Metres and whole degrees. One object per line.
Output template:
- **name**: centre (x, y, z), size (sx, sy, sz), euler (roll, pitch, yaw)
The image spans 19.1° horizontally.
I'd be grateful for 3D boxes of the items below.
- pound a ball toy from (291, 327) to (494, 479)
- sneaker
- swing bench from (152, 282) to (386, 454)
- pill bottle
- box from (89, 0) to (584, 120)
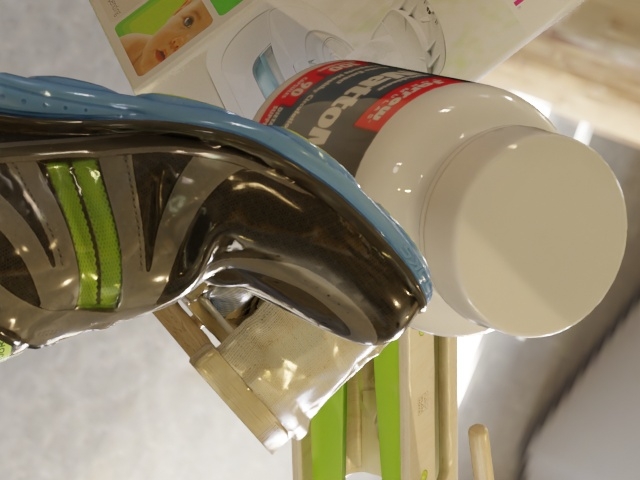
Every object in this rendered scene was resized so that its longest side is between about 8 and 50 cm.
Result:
- **pound a ball toy**: centre (0.092, 0.143, 1.684), size (0.135, 0.208, 0.319), euler (-37, 131, -51)
- **sneaker**: centre (-0.065, 0.000, 0.455), size (0.067, 0.188, 0.078), euler (156, -56, -68)
- **swing bench**: centre (0.000, 0.000, 1.364), size (0.253, 0.254, 0.165), euler (-40, 128, -4)
- **pill bottle**: centre (0.047, -0.017, 0.815), size (0.108, 0.180, 0.108), euler (-5, 102, -26)
- **box**: centre (-0.004, -0.167, 1.009), size (0.231, 0.262, 0.127), euler (-37, 127, 7)
